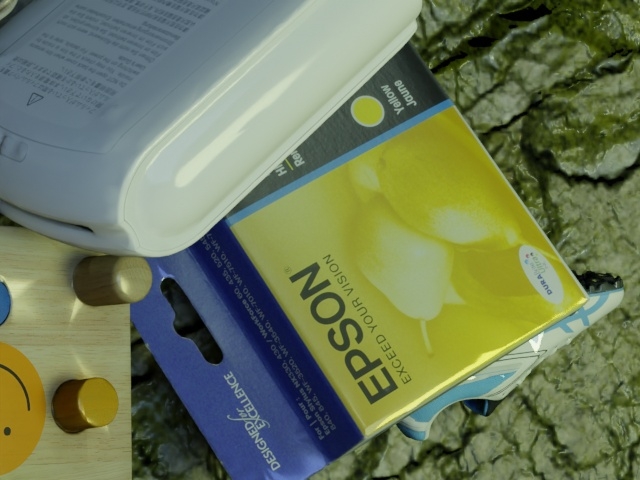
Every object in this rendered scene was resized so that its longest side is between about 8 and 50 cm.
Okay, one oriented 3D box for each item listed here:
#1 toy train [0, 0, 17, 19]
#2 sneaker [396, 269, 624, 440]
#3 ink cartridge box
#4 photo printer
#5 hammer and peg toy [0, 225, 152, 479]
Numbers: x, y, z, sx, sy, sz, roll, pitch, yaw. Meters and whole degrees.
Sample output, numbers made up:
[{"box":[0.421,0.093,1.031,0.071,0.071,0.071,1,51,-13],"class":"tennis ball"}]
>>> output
[{"box":[-0.299,-0.128,1.309,0.248,0.143,0.105,-35,103,-28],"class":"toy train"},{"box":[0.149,0.088,1.511,0.237,0.085,0.086,-24,108,-22],"class":"sneaker"},{"box":[0.000,0.000,1.419,0.307,0.072,0.303,-30,80,-25],"class":"ink cartridge box"},{"box":[-0.114,-0.122,1.327,0.307,0.256,0.107,-45,134,-21],"class":"photo printer"},{"box":[-0.273,0.105,1.241,0.361,0.127,0.266,5,82,-44],"class":"hammer and peg toy"}]
